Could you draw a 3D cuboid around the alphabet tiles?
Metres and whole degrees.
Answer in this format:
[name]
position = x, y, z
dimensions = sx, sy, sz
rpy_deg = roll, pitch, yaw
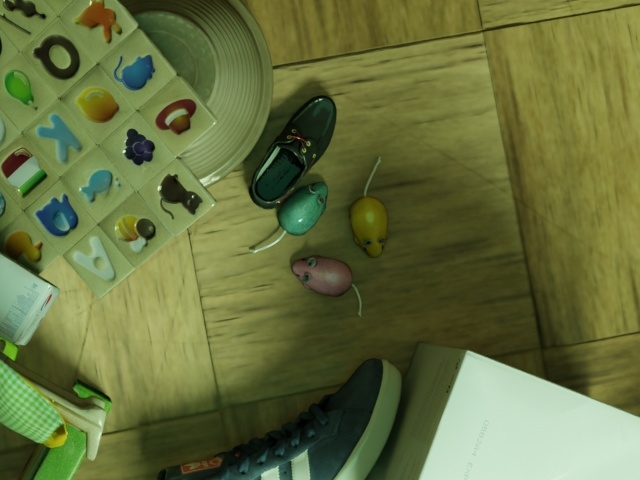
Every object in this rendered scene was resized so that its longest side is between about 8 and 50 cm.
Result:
[alphabet tiles]
position = -0.265, -0.120, 1.687
dimensions = 0.285, 0.011, 0.342
rpy_deg = -38, 93, 28

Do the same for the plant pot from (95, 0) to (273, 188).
[plant pot]
position = -0.161, -0.160, 1.727
dimensions = 0.237, 0.110, 0.237
rpy_deg = 0, 88, -6

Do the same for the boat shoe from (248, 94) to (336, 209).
[boat shoe]
position = -0.025, -0.089, 1.773
dimensions = 0.049, 0.042, 0.133
rpy_deg = 35, 84, -2

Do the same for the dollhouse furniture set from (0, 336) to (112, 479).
[dollhouse furniture set]
position = -0.308, 0.170, 1.606
dimensions = 0.197, 0.301, 0.151
rpy_deg = 30, 85, -5

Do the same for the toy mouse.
[toy mouse]
position = 0.000, 0.000, 1.777
dimensions = 0.143, 0.031, 0.161
rpy_deg = -5, 89, -6

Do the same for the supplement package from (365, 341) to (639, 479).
[supplement package]
position = 0.168, 0.223, 1.673
dimensions = 0.198, 0.263, 0.199
rpy_deg = 21, 86, -5

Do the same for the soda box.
[soda box]
position = -0.363, 0.018, 1.707
dimensions = 0.216, 0.074, 0.069
rpy_deg = 32, 86, 3

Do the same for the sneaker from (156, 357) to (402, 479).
[sneaker]
position = -0.067, 0.234, 1.715
dimensions = 0.148, 0.131, 0.350
rpy_deg = 39, 85, -8
